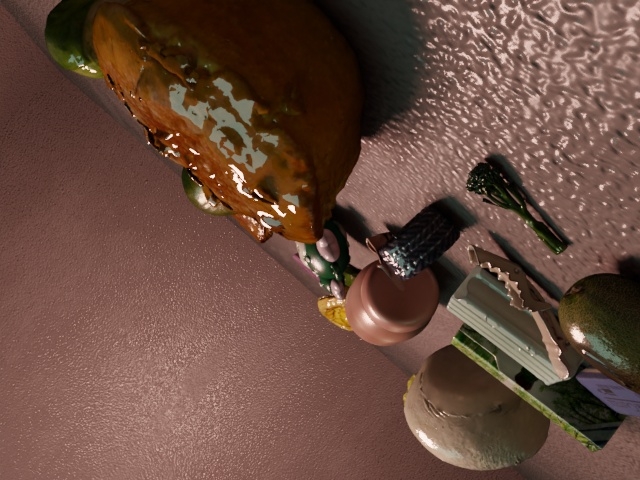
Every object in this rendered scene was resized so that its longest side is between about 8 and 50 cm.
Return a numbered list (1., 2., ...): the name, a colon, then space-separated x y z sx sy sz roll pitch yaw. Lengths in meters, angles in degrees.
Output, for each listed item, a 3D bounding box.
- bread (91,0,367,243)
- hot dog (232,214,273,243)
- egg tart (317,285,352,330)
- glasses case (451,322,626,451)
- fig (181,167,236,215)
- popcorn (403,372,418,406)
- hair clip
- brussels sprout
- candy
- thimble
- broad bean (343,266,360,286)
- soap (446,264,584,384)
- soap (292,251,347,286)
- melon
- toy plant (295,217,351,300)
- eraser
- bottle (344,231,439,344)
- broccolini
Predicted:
1. bread: -0.091 -0.156 0.651 0.337 0.204 0.358 42 167 12
2. hot dog: -0.236 -0.119 1.614 0.272 0.122 0.196 44 169 4
3. egg tart: 0.108 0.215 1.704 0.241 0.105 0.241 13 152 7
4. glasses case: 0.357 0.215 0.871 0.272 0.095 0.062 37 165 23
5. fig: -0.264 -0.184 1.365 0.195 0.196 0.244 56 -163 -57
6. popcorn: 0.385 0.473 1.545 0.276 0.225 0.276 48 179 1
7. hair clip: 0.283 0.079 0.706 0.226 0.072 0.034 51 169 -5
8. brussels sprout: -0.380 -0.358 0.902 0.146 0.183 0.131 7 146 36
9. candy: 0.310 0.334 1.052 0.295 0.296 0.185 25 147 59
10. thimble: 0.139 0.003 0.741 0.066 0.104 0.095 49 167 2
11. broad bean: 0.144 0.140 1.481 0.318 0.056 0.098 30 165 40
12. soap: 0.297 0.132 0.811 0.198 0.066 0.119 38 168 18
13. soap: 0.007 0.103 1.816 0.203 0.065 0.122 33 167 39
14. melon: 0.314 0.099 0.518 0.162 0.099 0.099 39 170 9
15. toy plant: 0.001 0.004 1.171 0.232 0.113 0.243 81 167 -63
16. eraser: 0.428 0.198 0.696 0.082 0.036 0.225 42 171 9
17. bottle: 0.135 0.104 1.057 0.297 0.173 0.206 88 166 -78
18. broccolini: 0.207 -0.028 0.554 0.140 0.035 0.030 42 174 -13
